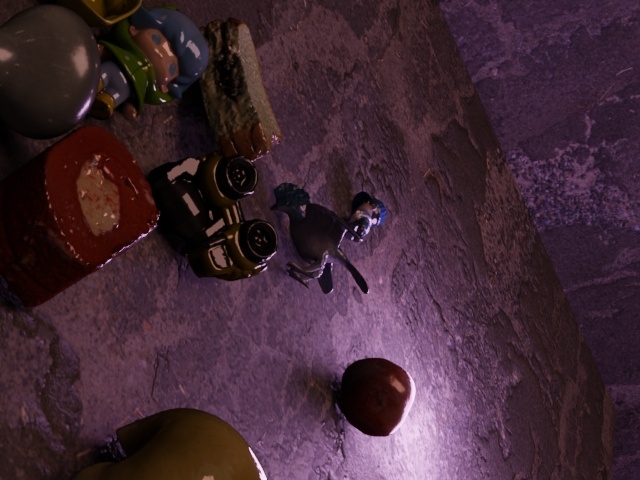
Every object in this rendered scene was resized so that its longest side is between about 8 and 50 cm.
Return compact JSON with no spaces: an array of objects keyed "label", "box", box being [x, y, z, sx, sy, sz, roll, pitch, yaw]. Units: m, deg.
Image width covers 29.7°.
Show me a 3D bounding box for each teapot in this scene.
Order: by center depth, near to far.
[{"label":"teapot","box":[-0.417,-0.232,1.572,0.251,0.184,0.183,5,69,-53]}]

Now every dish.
[{"label":"dish","box":[-0.359,-0.392,1.867,0.149,0.080,0.207,15,47,-36]}]

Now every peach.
[{"label":"peach","box":[0.099,0.297,2.355,0.152,0.152,0.152,44,37,-47]}]

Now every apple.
[{"label":"apple","box":[-0.181,0.365,1.580,0.257,0.233,0.295,64,26,-9]}]

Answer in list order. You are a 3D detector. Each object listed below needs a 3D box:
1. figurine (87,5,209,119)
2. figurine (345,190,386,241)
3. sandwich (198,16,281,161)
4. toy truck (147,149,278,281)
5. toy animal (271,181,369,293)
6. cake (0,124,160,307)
[{"label":"figurine","box":[-0.285,-0.281,1.919,0.263,0.143,0.162,-44,109,-44]},{"label":"figurine","box":[0.102,-0.047,2.636,0.136,0.079,0.077,-76,-178,-56]},{"label":"sandwich","box":[-0.155,-0.263,2.125,0.288,0.100,0.254,-77,150,-78]},{"label":"toy truck","box":[-0.185,-0.031,1.972,0.165,0.147,0.224,-24,97,-38]},{"label":"toy animal","box":[0.000,0.000,2.298,0.255,0.239,0.176,30,66,1]},{"label":"cake","box":[-0.341,-0.039,1.623,0.177,0.151,0.283,57,26,-7]}]
